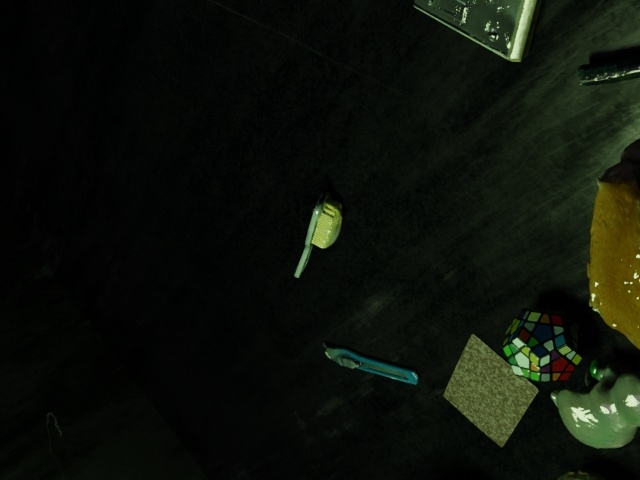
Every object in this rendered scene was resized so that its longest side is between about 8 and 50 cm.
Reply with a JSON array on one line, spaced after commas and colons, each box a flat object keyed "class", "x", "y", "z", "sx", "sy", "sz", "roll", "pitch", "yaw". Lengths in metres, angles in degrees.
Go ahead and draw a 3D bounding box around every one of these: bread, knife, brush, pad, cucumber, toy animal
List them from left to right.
[{"class": "brush", "x": 0.000, "y": 0.000, "z": 2.006, "sx": 0.060, "sy": 0.068, "sz": 0.297, "roll": 26, "pitch": 148, "yaw": 4}, {"class": "knife", "x": 0.101, "y": 0.262, "z": 2.142, "sx": 0.296, "sy": 0.026, "sz": 0.044, "roll": 8, "pitch": 115, "yaw": 51}, {"class": "pad", "x": 0.316, "y": 0.287, "z": 1.897, "sx": 0.158, "sy": 0.003, "sz": 0.235, "roll": 41, "pitch": 146, "yaw": 21}, {"class": "cucumber", "x": 0.390, "y": -0.219, "z": 1.284, "sx": 0.133, "sy": 0.032, "sz": 0.032, "roll": 0, "pitch": 120, "yaw": 52}, {"class": "toy animal", "x": 0.475, "y": 0.246, "z": 1.529, "sx": 0.127, "sy": 0.125, "sz": 0.251, "roll": 39, "pitch": 156, "yaw": -12}, {"class": "bread", "x": 0.468, "y": 0.006, "z": 1.200, "sx": 0.250, "sy": 0.225, "sz": 0.279, "roll": 41, "pitch": 151, "yaw": 48}]

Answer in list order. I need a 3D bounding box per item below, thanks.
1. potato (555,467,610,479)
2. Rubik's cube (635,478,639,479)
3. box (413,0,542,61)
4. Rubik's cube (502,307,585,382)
[{"class": "potato", "x": 0.456, "y": 0.561, "z": 1.747, "sx": 0.221, "sy": 0.243, "sz": 0.326, "roll": 7, "pitch": 136, "yaw": 21}, {"class": "Rubik's cube", "x": 0.570, "y": 0.399, "z": 1.376, "sx": 0.231, "sy": 0.224, "sz": 0.221, "roll": 0, "pitch": 115, "yaw": 33}, {"class": "box", "x": 0.217, "y": -0.391, "z": 1.339, "sx": 0.211, "sy": 0.045, "sz": 0.270, "roll": 37, "pitch": 145, "yaw": 24}, {"class": "Rubik's cube", "x": 0.359, "y": 0.167, "z": 1.616, "sx": 0.133, "sy": 0.133, "sz": 0.112, "roll": 36, "pitch": 168, "yaw": 28}]
